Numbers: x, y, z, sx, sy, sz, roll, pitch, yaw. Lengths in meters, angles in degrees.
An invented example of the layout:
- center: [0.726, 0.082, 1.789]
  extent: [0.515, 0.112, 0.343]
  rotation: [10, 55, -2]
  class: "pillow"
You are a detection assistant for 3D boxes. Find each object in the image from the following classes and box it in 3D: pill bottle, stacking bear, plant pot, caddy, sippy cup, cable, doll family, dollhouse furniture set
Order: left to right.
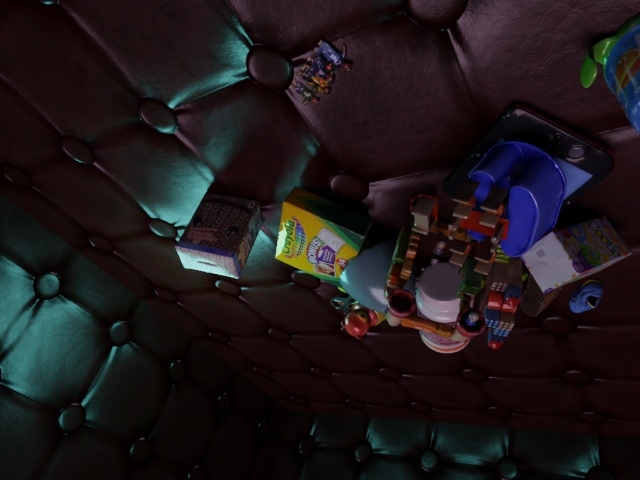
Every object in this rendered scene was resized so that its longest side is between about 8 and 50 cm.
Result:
- center: [0.005, -0.456, 1.304]
  extent: [0.111, 0.076, 0.193]
  rotation: [33, 139, -13]
  class: "doll family"
- center: [0.132, 0.275, 2.202]
  extent: [0.140, 0.072, 0.287]
  rotation: [31, 153, 6]
  class: "cable"
- center: [0.209, 0.284, 1.975]
  extent: [0.175, 0.289, 0.164]
  rotation: [44, 145, 8]
  class: "stacking bear"
- center: [0.244, 0.162, 1.791]
  extent: [0.290, 0.195, 0.290]
  rotation: [-25, 152, -14]
  class: "plant pot"
- center: [0.507, 0.275, 1.929]
  extent: [0.224, 0.224, 0.392]
  rotation: [4, 142, 19]
  class: "pill bottle"
- center: [0.403, -0.065, 1.350]
  extent: [0.259, 0.135, 0.262]
  rotation: [20, 145, 28]
  class: "dollhouse furniture set"
- center: [0.549, -0.120, 1.350]
  extent: [0.241, 0.179, 0.341]
  rotation: [31, 151, 32]
  class: "caddy"
- center: [0.743, -0.342, 1.008]
  extent: [0.306, 0.224, 0.240]
  rotation: [-15, 134, 36]
  class: "sippy cup"

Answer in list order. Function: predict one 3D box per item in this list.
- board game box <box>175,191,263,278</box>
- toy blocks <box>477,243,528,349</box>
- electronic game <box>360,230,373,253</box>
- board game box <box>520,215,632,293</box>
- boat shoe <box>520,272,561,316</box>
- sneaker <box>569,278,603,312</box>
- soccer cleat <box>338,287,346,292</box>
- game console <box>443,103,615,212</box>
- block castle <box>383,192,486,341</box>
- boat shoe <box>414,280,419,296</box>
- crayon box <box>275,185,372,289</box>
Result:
- center: [-0.387, -0.026, 1.857]
  extent: [0.232, 0.290, 0.141]
  rotation: [10, 144, 10]
  class: "board game box"
- center: [0.663, 0.232, 1.772]
  extent: [0.191, 0.260, 0.381]
  rotation: [10, 143, 11]
  class: "toy blocks"
- center: [0.093, -0.015, 1.871]
  extent: [0.230, 0.048, 0.229]
  rotation: [12, 144, 9]
  class: "electronic game"
- center: [0.779, 0.041, 1.447]
  extent: [0.275, 0.142, 0.144]
  rotation: [-13, 157, -29]
  class: "board game box"
- center: [0.829, 0.150, 1.735]
  extent: [0.110, 0.105, 0.307]
  rotation: [48, 151, 29]
  class: "boat shoe"
- center: [0.995, 0.232, 1.784]
  extent: [0.069, 0.082, 0.209]
  rotation: [9, 145, 9]
  class: "sneaker"
- center: [0.162, 0.220, 2.137]
  extent: [0.179, 0.060, 0.072]
  rotation: [12, 161, 13]
  class: "soccer cleat"
- center: [0.603, -0.194, 1.406]
  extent: [0.342, 0.060, 0.386]
  rotation: [22, 144, -7]
  class: "game console"
- center: [0.387, 0.075, 1.530]
  extent: [0.303, 0.453, 0.212]
  rotation: [15, 151, 6]
  class: "block castle"
- center: [0.367, 0.226, 2.059]
  extent: [0.184, 0.063, 0.066]
  rotation: [-10, 136, 33]
  class: "boat shoe"
- center: [0.000, 0.000, 1.816]
  extent: [0.313, 0.106, 0.362]
  rotation: [23, 143, 7]
  class: "crayon box"
